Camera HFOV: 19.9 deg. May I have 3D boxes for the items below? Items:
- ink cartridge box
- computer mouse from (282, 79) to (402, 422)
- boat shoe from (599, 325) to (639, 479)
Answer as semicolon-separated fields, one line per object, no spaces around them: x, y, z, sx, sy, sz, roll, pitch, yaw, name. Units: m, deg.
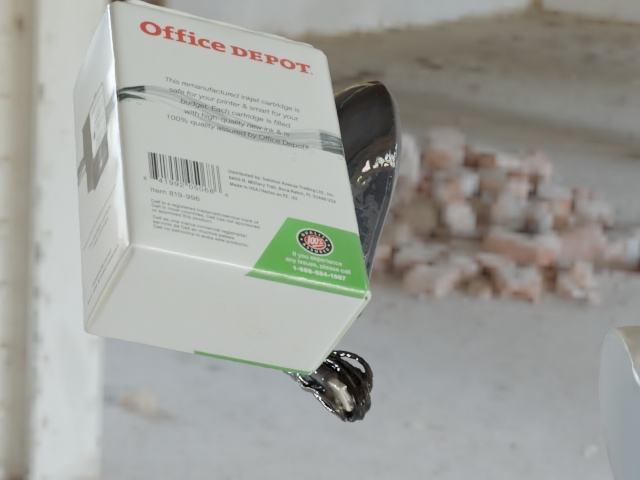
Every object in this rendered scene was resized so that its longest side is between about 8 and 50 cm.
-0.066;-0.035;1.108;0.153;0.087;0.208;12;45;-22;ink cartridge box
0.000;0.000;1.489;0.072;0.272;0.188;6;12;-22;computer mouse
0.301;0.150;1.222;0.156;0.136;0.367;-3;16;-8;boat shoe
